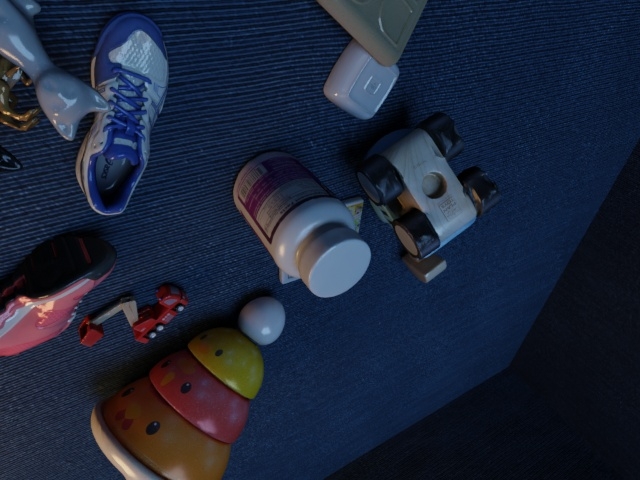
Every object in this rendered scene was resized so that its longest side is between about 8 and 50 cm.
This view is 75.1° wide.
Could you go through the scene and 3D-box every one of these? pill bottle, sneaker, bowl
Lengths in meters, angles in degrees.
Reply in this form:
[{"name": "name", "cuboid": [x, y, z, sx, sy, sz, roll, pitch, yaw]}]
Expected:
[{"name": "pill bottle", "cuboid": [-0.039, -0.035, 0.798, 0.169, 0.301, 0.169, -21, 136, -22]}, {"name": "sneaker", "cuboid": [-0.285, -0.175, 0.621, 0.111, 0.131, 0.297, 4, 121, -37]}, {"name": "sneaker", "cuboid": [-0.487, 0.103, 0.748, 0.313, 0.116, 0.136, -32, 149, 0]}, {"name": "bowl", "cuboid": [0.091, -0.320, 0.840, 0.142, 0.053, 0.142, 19, 112, -43]}]

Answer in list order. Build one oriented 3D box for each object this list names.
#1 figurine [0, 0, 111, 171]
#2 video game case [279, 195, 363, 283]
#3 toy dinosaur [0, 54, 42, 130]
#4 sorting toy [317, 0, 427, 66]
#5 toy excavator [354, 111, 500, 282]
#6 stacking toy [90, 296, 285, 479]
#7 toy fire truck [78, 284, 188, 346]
[{"name": "figurine", "cuboid": [-0.392, -0.186, 0.487, 0.214, 0.092, 0.209, -36, 105, -7]}, {"name": "video game case", "cuboid": [0.000, 0.000, 1.071, 0.226, 0.026, 0.206, -16, 134, -24]}, {"name": "toy dinosaur", "cuboid": [-0.440, -0.195, 0.553, 0.211, 0.064, 0.112, -44, 111, -3]}, {"name": "sorting toy", "cuboid": [0.078, -0.475, 0.692, 0.307, 0.041, 0.229, 24, 97, -42]}, {"name": "toy excavator", "cuboid": [0.251, -0.066, 1.078, 0.222, 0.445, 0.433, -36, 98, -4]}, {"name": "stacking toy", "cuboid": [-0.262, 0.332, 1.022, 0.480, 0.350, 0.351, -53, 142, -16]}, {"name": "toy fire truck", "cuboid": [-0.396, 0.158, 0.890, 0.192, 0.047, 0.135, -43, 138, 2]}]
